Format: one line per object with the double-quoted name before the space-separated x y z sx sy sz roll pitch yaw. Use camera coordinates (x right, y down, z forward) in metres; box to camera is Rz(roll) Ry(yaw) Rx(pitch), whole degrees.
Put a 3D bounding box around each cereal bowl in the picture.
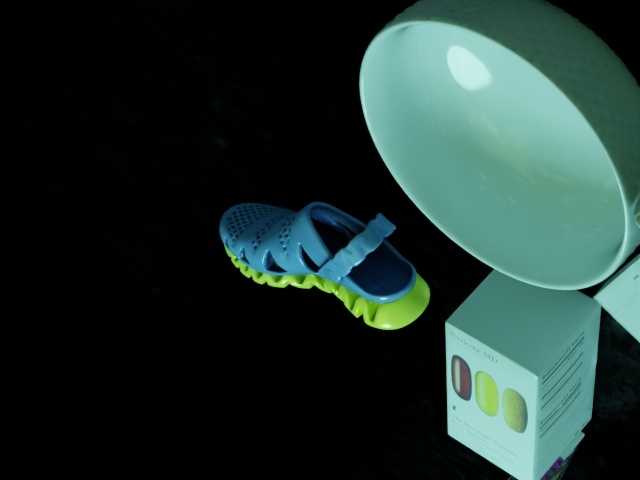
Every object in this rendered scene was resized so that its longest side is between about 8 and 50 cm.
"cereal bowl" 0.208 -0.120 1.673 0.339 0.141 0.339 33 150 22

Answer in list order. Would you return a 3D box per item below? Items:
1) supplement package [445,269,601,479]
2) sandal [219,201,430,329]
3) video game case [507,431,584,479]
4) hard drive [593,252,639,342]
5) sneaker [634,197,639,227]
"supplement package" 0.243 0.159 2.018 0.139 0.134 0.244 30 149 27
"sandal" 0.000 0.000 2.176 0.317 0.126 0.138 17 138 31
"video game case" 0.253 0.364 2.206 0.042 0.210 0.232 37 151 16
"hard drive" 0.452 0.123 1.778 0.307 0.040 0.203 44 153 5
"sneaker" 0.406 -0.040 1.502 0.235 0.090 0.095 -23 117 28
